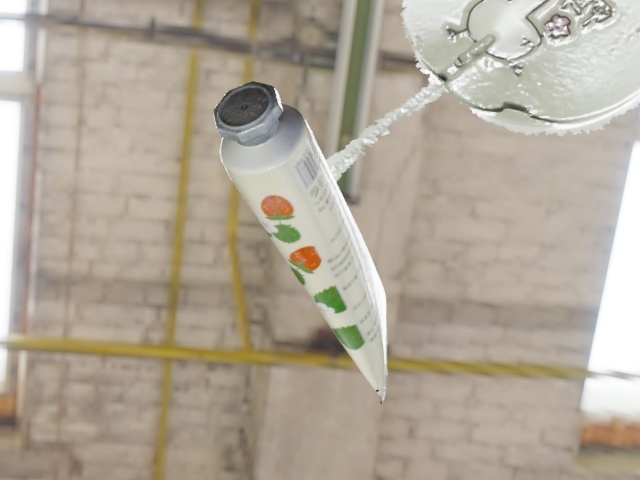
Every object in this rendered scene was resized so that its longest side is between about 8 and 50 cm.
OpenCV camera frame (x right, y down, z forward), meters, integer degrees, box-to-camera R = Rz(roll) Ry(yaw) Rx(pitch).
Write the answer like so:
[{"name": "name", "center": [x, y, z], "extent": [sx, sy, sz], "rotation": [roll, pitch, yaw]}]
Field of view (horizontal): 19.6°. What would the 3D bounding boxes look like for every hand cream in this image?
[{"name": "hand cream", "center": [0.000, 0.000, 1.251], "extent": [0.059, 0.276, 0.095], "rotation": [-12, -133, 16]}]

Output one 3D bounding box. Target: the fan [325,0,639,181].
[{"name": "fan", "center": [0.115, -0.142, 1.464], "extent": [0.233, 0.415, 0.012], "rotation": [47, -157, -20]}]
